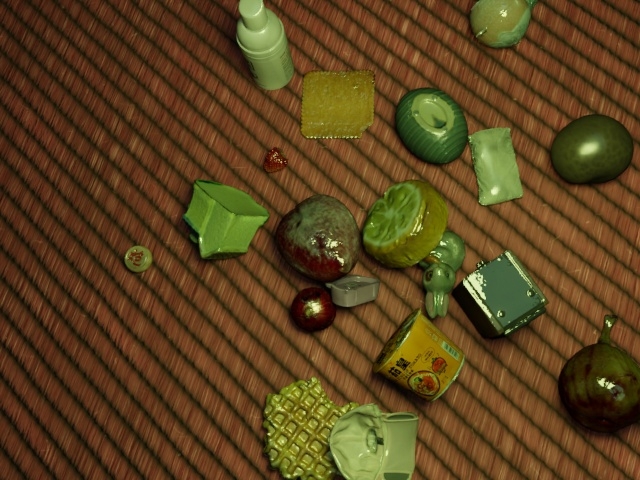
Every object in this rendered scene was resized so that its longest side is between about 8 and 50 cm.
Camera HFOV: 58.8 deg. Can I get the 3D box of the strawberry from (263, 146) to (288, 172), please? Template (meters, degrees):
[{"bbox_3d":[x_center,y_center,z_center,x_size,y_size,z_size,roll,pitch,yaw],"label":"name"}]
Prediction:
[{"bbox_3d":[-0.140,-0.242,1.739,0.083,0.073,0.073,-39,76,10],"label":"strawberry"}]

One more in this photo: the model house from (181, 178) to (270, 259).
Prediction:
[{"bbox_3d":[-0.296,-0.052,1.679,0.214,0.195,0.189,37,108,27],"label":"model house"}]

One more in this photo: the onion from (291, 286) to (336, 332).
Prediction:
[{"bbox_3d":[-0.021,0.195,1.602,0.131,0.131,0.131,-1,77,6],"label":"onion"}]

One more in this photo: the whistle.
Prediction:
[{"bbox_3d":[0.587,-0.703,1.722,0.189,0.189,0.348,41,71,13],"label":"whistle"}]

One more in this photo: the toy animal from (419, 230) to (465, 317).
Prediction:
[{"bbox_3d":[0.329,0.085,1.549,0.127,0.125,0.251,-18,47,31],"label":"toy animal"}]

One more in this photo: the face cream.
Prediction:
[{"bbox_3d":[-0.174,-0.593,1.663,0.146,0.369,0.145,-2,76,7],"label":"face cream"}]

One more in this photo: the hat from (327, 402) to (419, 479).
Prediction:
[{"bbox_3d":[0.151,0.525,1.495,0.164,0.226,0.219,4,85,40],"label":"hat"}]

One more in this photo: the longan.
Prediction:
[{"bbox_3d":[0.753,-0.252,1.585,0.213,0.198,0.198,-17,76,18],"label":"longan"}]

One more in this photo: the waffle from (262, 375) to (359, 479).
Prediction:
[{"bbox_3d":[-0.018,0.520,1.559,0.301,0.058,0.281,10,79,7],"label":"waffle"}]

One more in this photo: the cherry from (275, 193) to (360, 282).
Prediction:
[{"bbox_3d":[0.000,0.000,1.589,0.230,0.203,0.300,-32,50,-6],"label":"cherry"}]

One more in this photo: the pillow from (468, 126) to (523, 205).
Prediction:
[{"bbox_3d":[0.513,-0.221,1.671,0.128,0.051,0.229,-8,79,7],"label":"pillow"}]

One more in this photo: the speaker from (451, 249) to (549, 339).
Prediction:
[{"bbox_3d":[0.464,0.149,1.499,0.153,0.231,0.192,-33,76,-2],"label":"speaker"}]

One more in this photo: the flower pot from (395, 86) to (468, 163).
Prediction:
[{"bbox_3d":[0.325,-0.337,1.663,0.189,0.157,0.243,-36,75,-1],"label":"flower pot"}]

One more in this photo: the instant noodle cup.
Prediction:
[{"bbox_3d":[0.264,0.311,1.507,0.172,0.216,0.215,36,83,3],"label":"instant noodle cup"}]

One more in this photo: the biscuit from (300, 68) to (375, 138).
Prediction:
[{"bbox_3d":[0.054,-0.429,1.786,0.232,0.013,0.236,1,78,6],"label":"biscuit"}]

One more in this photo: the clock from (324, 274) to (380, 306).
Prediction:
[{"bbox_3d":[0.088,0.139,1.597,0.110,0.153,0.050,14,108,45],"label":"clock"}]

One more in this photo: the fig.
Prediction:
[{"bbox_3d":[0.747,0.328,1.475,0.217,0.217,0.320,24,54,11],"label":"fig"}]

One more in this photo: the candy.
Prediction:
[{"bbox_3d":[0.230,-0.049,1.572,0.260,0.118,0.259,-29,45,34],"label":"candy"}]

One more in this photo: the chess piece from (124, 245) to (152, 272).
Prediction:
[{"bbox_3d":[-0.554,0.057,1.730,0.084,0.038,0.083,-2,76,7],"label":"chess piece"}]
